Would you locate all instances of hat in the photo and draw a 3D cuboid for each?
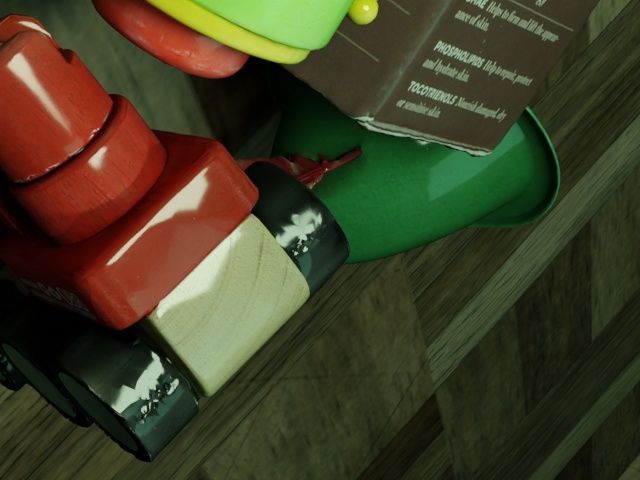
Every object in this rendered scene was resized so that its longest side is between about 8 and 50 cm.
[{"bbox_3d":[0.000,0.000,1.053,0.183,0.208,0.173,-59,142,-27],"label":"hat"}]

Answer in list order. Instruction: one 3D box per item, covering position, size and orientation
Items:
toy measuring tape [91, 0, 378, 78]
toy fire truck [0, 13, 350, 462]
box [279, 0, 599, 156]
[{"bbox_3d":[-0.074,-0.130,0.692,0.330,0.121,0.121,14,114,-49],"label":"toy measuring tape"},{"bbox_3d":[-0.146,-0.037,0.770,0.158,0.217,0.246,-45,116,-16],"label":"toy fire truck"},{"bbox_3d":[0.047,-0.171,0.911,0.203,0.168,0.167,-57,158,12],"label":"box"}]
